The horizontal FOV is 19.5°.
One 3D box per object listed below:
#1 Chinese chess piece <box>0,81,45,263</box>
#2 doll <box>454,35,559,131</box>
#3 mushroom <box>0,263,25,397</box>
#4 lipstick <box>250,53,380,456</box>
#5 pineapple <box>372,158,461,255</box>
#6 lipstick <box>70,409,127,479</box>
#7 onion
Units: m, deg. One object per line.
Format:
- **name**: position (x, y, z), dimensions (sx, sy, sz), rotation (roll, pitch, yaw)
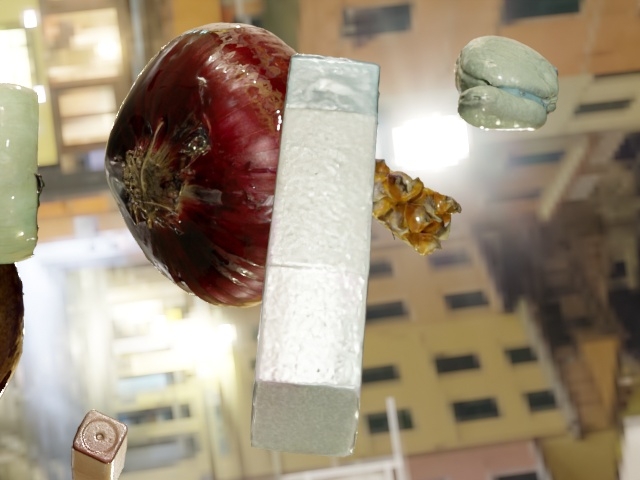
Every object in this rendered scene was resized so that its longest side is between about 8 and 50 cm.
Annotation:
- **Chinese chess piece**: position (-0.250, -0.053, 1.477), dimensions (0.144, 0.058, 0.144), rotation (-178, -90, -79)
- **doll**: position (0.177, -0.151, 1.771), dimensions (0.214, 0.103, 0.071), rotation (-61, 167, -68)
- **mushroom**: position (-0.363, 0.080, 1.612), dimensions (0.297, 0.163, 0.278), rotation (-44, -131, 40)
- **lipstick**: position (0.000, 0.000, 1.219), dimensions (0.317, 0.068, 0.066), rotation (-86, -178, -48)
- **pineapple**: position (0.073, -0.048, 1.926), dimensions (0.069, 0.137, 0.116), rotation (-54, -156, -2)
- **lipstick**: position (-0.212, 0.204, 1.782), dimensions (0.145, 0.045, 0.045), rotation (111, 2, -69)
- **onion**: position (-0.065, -0.079, 1.769), dimensions (0.273, 0.285, 0.273), rotation (20, -60, 37)
